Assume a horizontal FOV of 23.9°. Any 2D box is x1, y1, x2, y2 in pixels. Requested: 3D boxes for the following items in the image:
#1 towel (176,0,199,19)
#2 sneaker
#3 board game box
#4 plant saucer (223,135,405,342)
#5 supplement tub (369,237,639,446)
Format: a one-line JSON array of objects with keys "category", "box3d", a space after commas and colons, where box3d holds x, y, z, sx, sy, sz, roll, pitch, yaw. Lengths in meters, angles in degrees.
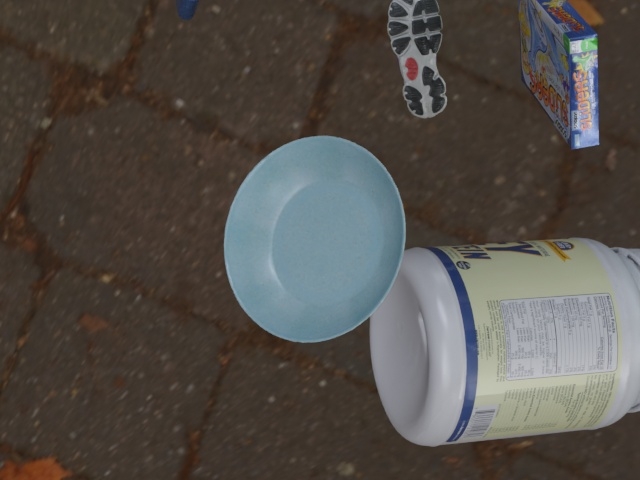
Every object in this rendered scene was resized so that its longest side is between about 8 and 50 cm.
[{"category": "towel", "box3d": [-0.171, -0.345, 1.990, 0.029, 0.119, 0.067, -3, 69, -14]}, {"category": "sneaker", "box3d": [0.117, -0.239, 1.897, 0.068, 0.071, 0.170, -7, 109, -4]}, {"category": "board game box", "box3d": [0.274, -0.210, 1.745, 0.035, 0.201, 0.136, -10, 119, -5]}, {"category": "plant saucer", "box3d": [0.000, 0.000, 1.414, 0.037, 0.195, 0.195, 14, 60, -60]}, {"category": "supplement tub", "box3d": [0.245, 0.117, 1.815, 0.324, 0.235, 0.235, -3, 73, -19]}]
